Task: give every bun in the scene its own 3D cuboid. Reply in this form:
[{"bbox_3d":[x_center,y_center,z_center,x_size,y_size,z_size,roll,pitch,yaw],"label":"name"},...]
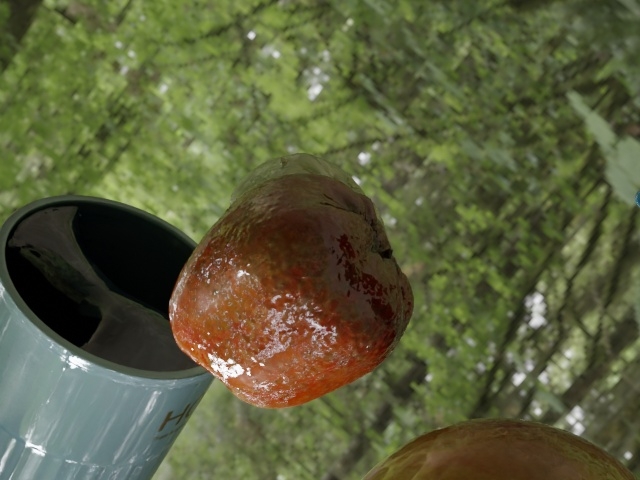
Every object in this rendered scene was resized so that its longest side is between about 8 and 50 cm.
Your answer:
[{"bbox_3d":[0.000,0.000,1.488,0.229,0.145,0.229,56,-166,-23],"label":"bun"}]

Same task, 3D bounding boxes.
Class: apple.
[{"bbox_3d":[0.132,0.266,0.931,0.286,0.286,0.233,32,154,-26],"label":"apple"}]

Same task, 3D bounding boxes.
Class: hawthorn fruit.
[{"bbox_3d":[-0.018,0.033,0.746,0.132,0.138,0.133,56,-168,-18],"label":"hawthorn fruit"}]

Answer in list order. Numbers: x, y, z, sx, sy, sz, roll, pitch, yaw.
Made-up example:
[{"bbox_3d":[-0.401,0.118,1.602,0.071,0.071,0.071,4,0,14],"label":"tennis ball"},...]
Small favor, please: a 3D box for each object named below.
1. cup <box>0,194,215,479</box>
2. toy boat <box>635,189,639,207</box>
[{"bbox_3d":[-0.270,0.130,1.347,0.257,0.311,0.331,14,-145,-27],"label":"cup"},{"bbox_3d":[0.227,-0.095,0.621,0.102,0.215,0.088,9,-143,-35],"label":"toy boat"}]
